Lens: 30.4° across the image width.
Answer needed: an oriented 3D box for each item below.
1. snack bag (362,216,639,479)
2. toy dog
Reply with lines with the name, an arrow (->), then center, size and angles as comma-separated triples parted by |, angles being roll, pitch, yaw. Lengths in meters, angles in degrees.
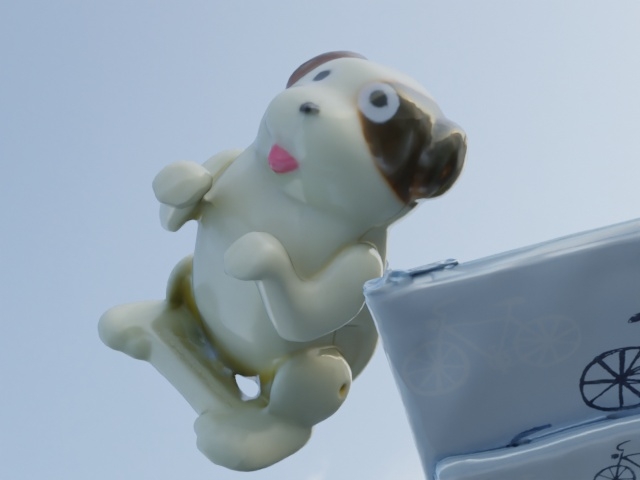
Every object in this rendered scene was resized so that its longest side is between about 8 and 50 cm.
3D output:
snack bag -> 0.227, 0.131, 0.854 | 0.323, 0.037, 0.343 | -14, -64, 7
toy dog -> 0.000, 0.000, 1.290 | 0.395, 0.284, 0.408 | 0, -56, -38
